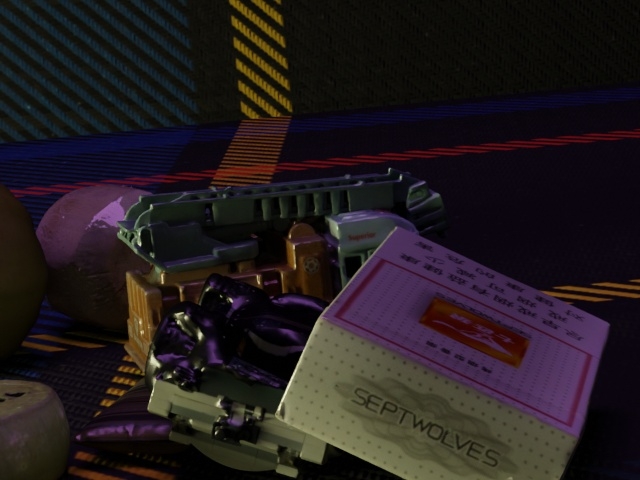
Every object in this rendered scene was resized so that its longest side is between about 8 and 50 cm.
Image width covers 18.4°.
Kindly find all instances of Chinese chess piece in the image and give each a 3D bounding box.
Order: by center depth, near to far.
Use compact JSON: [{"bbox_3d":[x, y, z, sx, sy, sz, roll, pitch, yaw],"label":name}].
[{"bbox_3d":[-0.304,0.170,1.658,0.188,0.083,0.188,-8,10,1],"label":"Chinese chess piece"}]

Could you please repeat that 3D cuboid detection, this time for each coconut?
[{"bbox_3d":[-0.237,0.020,2.189,0.161,0.161,0.162,-14,13,-37],"label":"coconut"}]

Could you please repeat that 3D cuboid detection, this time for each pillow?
[{"bbox_3d":[-0.138,0.153,1.767,0.113,0.038,0.203,-1,10,14],"label":"pillow"}]

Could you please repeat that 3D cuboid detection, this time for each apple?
[{"bbox_3d":[-0.430,0.030,2.079,0.279,0.279,0.279,-6,11,1],"label":"apple"}]

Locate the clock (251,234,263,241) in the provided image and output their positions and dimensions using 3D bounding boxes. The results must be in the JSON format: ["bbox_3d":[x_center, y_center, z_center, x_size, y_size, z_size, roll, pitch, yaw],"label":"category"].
[{"bbox_3d":[-0.070,0.029,2.318,0.237,0.057,0.237,-7,9,1],"label":"clock"}]

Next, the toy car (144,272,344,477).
[{"bbox_3d":[-0.034,0.114,1.713,0.193,0.118,0.301,16,10,6],"label":"toy car"}]

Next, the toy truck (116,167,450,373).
[{"bbox_3d":[-0.027,0.027,1.967,0.338,0.184,0.133,-9,13,-14],"label":"toy truck"}]

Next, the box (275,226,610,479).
[{"bbox_3d":[0.107,0.100,1.559,0.210,0.095,0.330,24,15,6],"label":"box"}]
